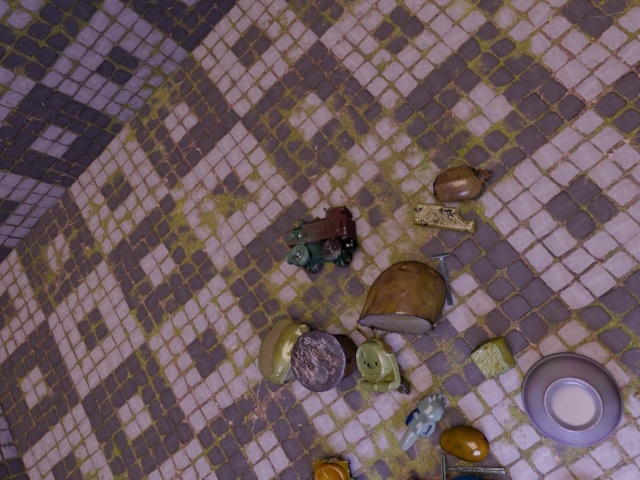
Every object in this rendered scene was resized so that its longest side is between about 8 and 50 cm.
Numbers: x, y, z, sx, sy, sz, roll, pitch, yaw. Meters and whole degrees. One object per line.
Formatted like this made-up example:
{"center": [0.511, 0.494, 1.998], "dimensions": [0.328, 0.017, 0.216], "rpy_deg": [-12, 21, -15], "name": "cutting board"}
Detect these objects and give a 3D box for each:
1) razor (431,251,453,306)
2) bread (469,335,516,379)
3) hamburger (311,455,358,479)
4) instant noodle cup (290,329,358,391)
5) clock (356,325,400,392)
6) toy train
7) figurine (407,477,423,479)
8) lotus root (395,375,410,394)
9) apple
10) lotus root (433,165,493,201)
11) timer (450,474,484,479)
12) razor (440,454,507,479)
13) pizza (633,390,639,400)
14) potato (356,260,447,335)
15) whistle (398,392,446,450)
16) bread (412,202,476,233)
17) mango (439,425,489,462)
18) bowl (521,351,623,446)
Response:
{"center": [0.449, 0.141, 1.743], "dimensions": [0.068, 0.037, 0.191], "rpy_deg": [-13, 79, 17], "name": "razor"}
{"center": [0.572, 0.384, 1.611], "dimensions": [0.129, 0.111, 0.114], "rpy_deg": [-38, 72, 34], "name": "bread"}
{"center": [0.053, 0.871, 1.778], "dimensions": [0.189, 0.093, 0.164], "rpy_deg": [1, 84, 26], "name": "hamburger"}
{"center": [0.030, 0.434, 1.793], "dimensions": [0.217, 0.207, 0.218], "rpy_deg": [-4, 81, 25], "name": "instant noodle cup"}
{"center": [0.194, 0.424, 1.750], "dimensions": [0.170, 0.069, 0.232], "rpy_deg": [-21, 79, 54], "name": "clock"}
{"center": [0.000, 0.000, 1.918], "dimensions": [0.304, 0.150, 0.222], "rpy_deg": [-12, 67, 24], "name": "toy train"}
{"center": [0.344, 0.860, 1.651], "dimensions": [0.157, 0.126, 0.114], "rpy_deg": [-22, 29, -5], "name": "figurine"}
{"center": [0.286, 0.517, 1.750], "dimensions": [0.099, 0.049, 0.054], "rpy_deg": [36, 122, 30], "name": "lotus root"}
{"center": [-0.139, 0.426, 1.923], "dimensions": [0.193, 0.120, 0.265], "rpy_deg": [26, 90, 38], "name": "apple"}
{"center": [0.504, -0.204, 1.731], "dimensions": [0.220, 0.118, 0.125], "rpy_deg": [-14, 93, 25], "name": "lotus root"}
{"center": [0.502, 0.936, 1.525], "dimensions": [0.340, 0.115, 0.309], "rpy_deg": [32, 94, 11], "name": "timer"}
{"center": [0.511, 0.767, 1.626], "dimensions": [0.211, 0.036, 0.084], "rpy_deg": [-6, 60, 18], "name": "razor"}
{"center": [0.986, 0.477, 1.457], "dimensions": [0.078, 0.025, 0.083], "rpy_deg": [0, 83, 22], "name": "pizza"}
{"center": [0.290, 0.187, 1.710], "dimensions": [0.288, 0.301, 0.237], "rpy_deg": [10, 68, -1], "name": "potato"}
{"center": [0.350, 0.623, 1.682], "dimensions": [0.244, 0.110, 0.092], "rpy_deg": [-56, 34, 7], "name": "whistle"}
{"center": [0.452, -0.083, 1.770], "dimensions": [0.226, 0.049, 0.088], "rpy_deg": [9, 86, 24], "name": "bread"}
{"center": [0.478, 0.674, 1.621], "dimensions": [0.163, 0.089, 0.111], "rpy_deg": [11, 88, 33], "name": "mango"}
{"center": [0.769, 0.491, 1.489], "dimensions": [0.286, 0.144, 0.287], "rpy_deg": [-4, 80, 23], "name": "bowl"}
